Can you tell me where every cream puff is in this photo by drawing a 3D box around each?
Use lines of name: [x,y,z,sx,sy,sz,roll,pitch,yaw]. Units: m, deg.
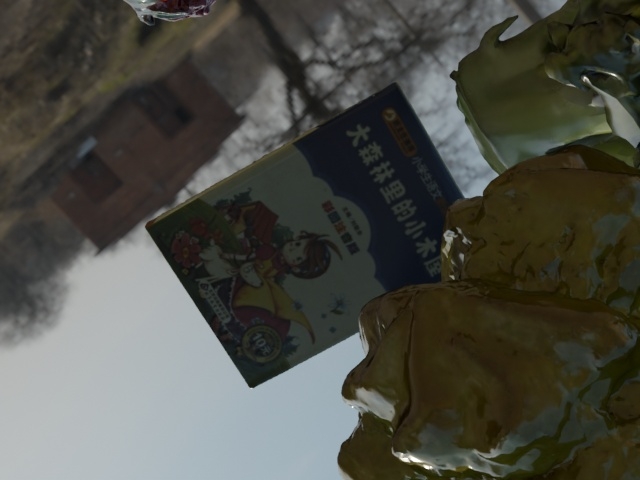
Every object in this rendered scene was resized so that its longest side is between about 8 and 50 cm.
cream puff: [0.100,0.063,0.535,0.195,0.195,0.221,-28,-143,57]

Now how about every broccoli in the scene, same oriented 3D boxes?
broccoli: [0.249,-0.113,0.813,0.272,0.324,0.334,-50,153,-3]

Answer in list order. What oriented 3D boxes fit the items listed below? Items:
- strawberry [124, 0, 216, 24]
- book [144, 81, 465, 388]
strawberry: [-0.129,-0.329,1.228,0.111,0.190,0.236,-7,-120,39]
book: [0.000,0.000,1.410,0.323,0.228,0.018,-30,-167,10]
